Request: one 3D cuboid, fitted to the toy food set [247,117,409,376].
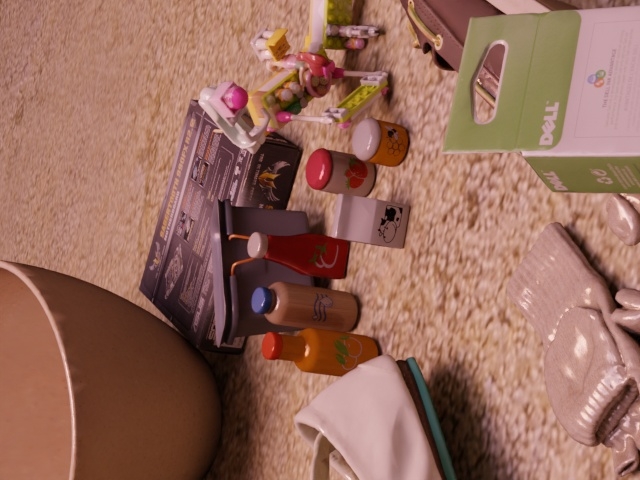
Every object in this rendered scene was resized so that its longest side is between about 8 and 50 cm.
[{"bbox_3d":[0.000,0.000,1.266,0.111,0.104,0.232,10,90,60],"label":"toy food set"}]

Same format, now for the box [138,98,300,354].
[{"bbox_3d":[-0.112,-0.018,1.508,0.183,0.056,0.231,35,111,58],"label":"box"}]

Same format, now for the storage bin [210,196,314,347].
[{"bbox_3d":[-0.054,0.026,1.349,0.098,0.091,0.135,110,156,-63],"label":"storage bin"}]

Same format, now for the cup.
[{"bbox_3d":[-0.244,0.186,1.463,0.331,0.237,0.331,-3,86,49],"label":"cup"}]

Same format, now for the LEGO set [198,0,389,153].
[{"bbox_3d":[0.012,-0.196,1.311,0.107,0.132,0.287,10,64,43],"label":"LEGO set"}]

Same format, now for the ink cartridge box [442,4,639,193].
[{"bbox_3d":[0.193,-0.090,0.909,0.209,0.062,0.109,2,68,30],"label":"ink cartridge box"}]

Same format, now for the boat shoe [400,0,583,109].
[{"bbox_3d":[0.120,-0.175,1.113,0.324,0.117,0.096,47,119,47],"label":"boat shoe"}]

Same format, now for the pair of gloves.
[{"bbox_3d":[0.216,0.024,0.962,0.240,0.042,0.204,-57,38,35],"label":"pair of gloves"}]

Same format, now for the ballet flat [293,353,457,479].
[{"bbox_3d":[0.073,0.251,1.031,0.139,0.139,0.400,-60,33,30],"label":"ballet flat"}]

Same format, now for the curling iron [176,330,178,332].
[{"bbox_3d":[-0.219,0.215,1.640,0.068,0.035,0.274,48,122,58],"label":"curling iron"}]
